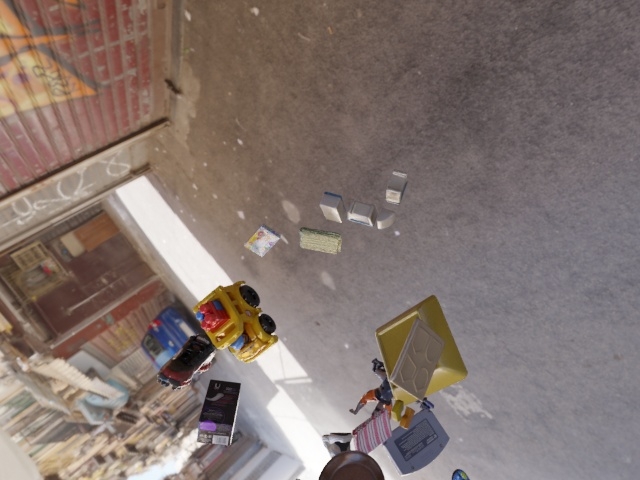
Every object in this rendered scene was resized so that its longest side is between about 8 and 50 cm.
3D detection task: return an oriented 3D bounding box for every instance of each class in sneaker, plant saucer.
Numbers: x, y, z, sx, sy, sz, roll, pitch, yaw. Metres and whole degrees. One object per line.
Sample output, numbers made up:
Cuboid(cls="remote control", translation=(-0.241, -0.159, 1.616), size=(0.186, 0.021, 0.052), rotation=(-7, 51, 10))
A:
Cuboid(cls="sneaker", translation=(0.061, 0.809, 1.631), size=(0.272, 0.100, 0.108), rotation=(103, 169, -62))
Cuboid(cls="plant saucer", translation=(0.087, 0.695, 1.172), size=(0.198, 0.198, 0.036), rotation=(25, 146, 43))
Cuboid(cls="sneaker", translation=(-0.397, 0.357, 1.279), size=(0.097, 0.135, 0.276), rotation=(27, -176, 8))
Cuboid(cls="plant saucer", translation=(0.348, 0.418, 1.606), size=(0.333, 0.080, 0.333), rotation=(-41, 47, 33))
Cuboid(cls="sneaker", translation=(0.431, 0.780, 1.301), size=(0.078, 0.067, 0.188), rotation=(-133, 23, -66))

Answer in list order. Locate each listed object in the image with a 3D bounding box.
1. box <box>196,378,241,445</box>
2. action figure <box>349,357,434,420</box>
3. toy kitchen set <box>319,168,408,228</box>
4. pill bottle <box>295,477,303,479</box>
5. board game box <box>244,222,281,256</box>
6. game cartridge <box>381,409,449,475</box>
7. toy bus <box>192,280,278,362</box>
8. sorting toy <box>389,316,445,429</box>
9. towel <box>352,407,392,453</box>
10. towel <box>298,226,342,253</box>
Cuboid(cls="box", translation=(-0.494, 0.838, 2.060), size=(0.270, 0.165, 0.144), rotation=(-93, 14, -64))
Cuboid(cls="action figure", translation=(0.334, 0.711, 1.873), size=(0.341, 0.330, 0.178), rotation=(30, -167, 9))
Cuboid(cls="toy kitchen set", translation=(0.129, -0.128, 1.207), size=(0.207, 0.166, 0.122), rotation=(17, 167, 14))
Cuboid(cls="pill bottle", translation=(-0.084, 0.805, 1.197), size=(0.117, 0.208, 0.118), rotation=(22, 142, 18))
Cuboid(cls="board game box", translation=(-0.268, 0.000, 1.939), size=(0.103, 0.026, 0.154), rotation=(33, 125, -20))
Cuboid(cls="game cartridge", translation=(0.440, 0.930, 1.933), size=(0.198, 0.297, 0.062), rotation=(58, 155, 19))
Cuboid(cls="toy bus", translation=(-0.247, 0.229, 1.153), size=(0.220, 0.149, 0.211), rotation=(54, -168, 15))
Cuboid(cls="sorting toy", translation=(0.284, 0.415, 1.311), size=(0.041, 0.307, 0.229), rotation=(10, 156, 45))
Cuboid(cls="towel", translation=(0.220, 0.805, 1.745), size=(0.029, 0.196, 0.144), rotation=(13, 121, 56))
Cuboid(cls="towel", translation=(0.000, 0.000, 1.430), size=(0.147, 0.027, 0.110), rotation=(8, 145, 4))
